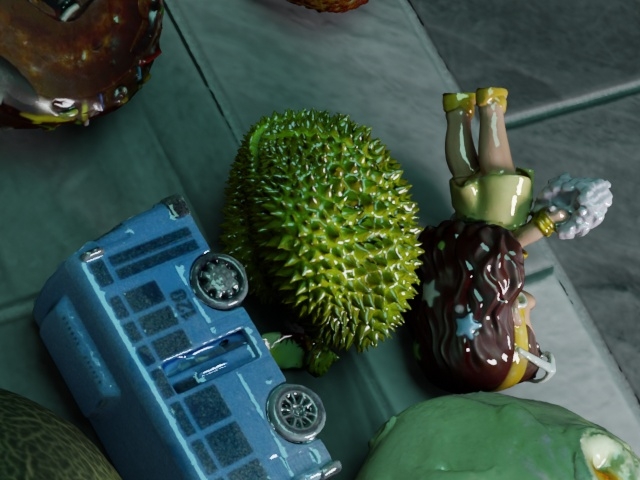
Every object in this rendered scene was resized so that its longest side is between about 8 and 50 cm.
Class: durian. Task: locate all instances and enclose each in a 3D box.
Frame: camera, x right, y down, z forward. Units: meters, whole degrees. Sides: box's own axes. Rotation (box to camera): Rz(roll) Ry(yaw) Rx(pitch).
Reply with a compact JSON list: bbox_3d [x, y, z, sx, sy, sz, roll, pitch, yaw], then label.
[{"bbox_3d":[0.008,-0.009,1.400,0.146,0.159,0.198,-13,68,-27],"label":"durian"}]

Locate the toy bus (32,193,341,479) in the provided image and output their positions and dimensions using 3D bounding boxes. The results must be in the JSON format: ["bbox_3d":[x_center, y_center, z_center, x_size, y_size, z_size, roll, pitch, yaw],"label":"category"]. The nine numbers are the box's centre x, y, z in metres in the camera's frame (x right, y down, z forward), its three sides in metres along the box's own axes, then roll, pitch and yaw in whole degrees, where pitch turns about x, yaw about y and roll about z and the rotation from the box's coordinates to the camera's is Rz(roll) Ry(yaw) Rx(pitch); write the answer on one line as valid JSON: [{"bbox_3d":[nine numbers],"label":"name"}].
[{"bbox_3d":[-0.103,0.099,1.305,0.133,0.116,0.234,-24,76,-32],"label":"toy bus"}]

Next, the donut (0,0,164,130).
[{"bbox_3d":[-0.231,-0.180,1.404,0.230,0.096,0.216,15,66,-37],"label":"donut"}]

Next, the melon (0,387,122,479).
[{"bbox_3d":[-0.200,0.236,1.092,0.237,0.237,0.302,-14,73,-33],"label":"melon"}]

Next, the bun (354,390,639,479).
[{"bbox_3d":[0.166,0.227,1.324,0.293,0.187,0.293,13,58,-22],"label":"bun"}]

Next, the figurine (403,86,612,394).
[{"bbox_3d":[0.130,0.003,1.456,0.115,0.174,0.240,14,78,-33],"label":"figurine"}]

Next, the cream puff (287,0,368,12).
[{"bbox_3d":[-0.005,-0.257,1.594,0.149,0.084,0.149,15,51,-19],"label":"cream puff"}]
